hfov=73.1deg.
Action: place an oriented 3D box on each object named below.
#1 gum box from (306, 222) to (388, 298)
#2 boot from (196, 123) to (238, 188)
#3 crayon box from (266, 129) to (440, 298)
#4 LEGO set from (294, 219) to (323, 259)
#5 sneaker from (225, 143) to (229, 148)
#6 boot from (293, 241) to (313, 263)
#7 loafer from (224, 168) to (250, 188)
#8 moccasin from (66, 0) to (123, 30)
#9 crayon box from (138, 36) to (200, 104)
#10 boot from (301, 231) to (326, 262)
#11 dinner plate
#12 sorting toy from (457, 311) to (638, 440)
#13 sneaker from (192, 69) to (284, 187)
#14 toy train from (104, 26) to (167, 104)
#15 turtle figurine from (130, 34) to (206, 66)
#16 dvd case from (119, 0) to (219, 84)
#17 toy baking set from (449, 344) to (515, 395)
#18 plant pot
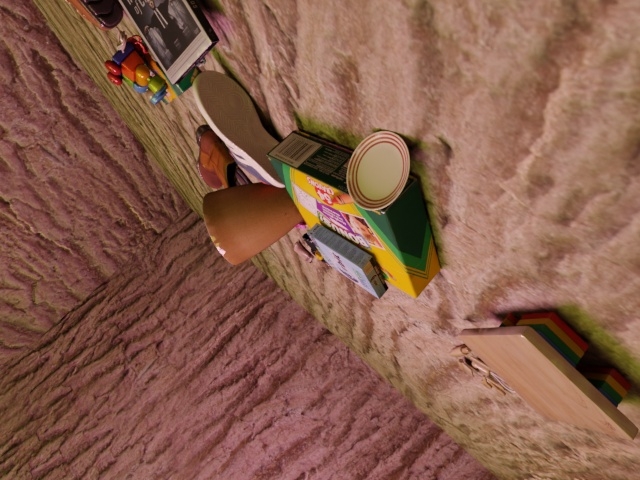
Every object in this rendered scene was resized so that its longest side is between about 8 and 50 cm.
[{"bbox_3d":[0.067,0.050,1.047,0.184,0.041,0.157,34,166,37],"label":"gum box"},{"bbox_3d":[-0.332,-0.227,1.486,0.280,0.096,0.264,50,144,36],"label":"boot"},{"bbox_3d":[0.077,-0.061,0.991,0.363,0.106,0.313,32,160,40],"label":"crayon box"},{"bbox_3d":[0.000,0.000,1.383,0.227,0.093,0.087,33,161,36],"label":"LEGO set"},{"bbox_3d":[-0.268,-0.292,1.384,0.075,0.057,0.161,14,149,53],"label":"sneaker"},{"bbox_3d":[-0.068,0.053,1.821,0.087,0.042,0.118,35,164,13],"label":"boot"},{"bbox_3d":[-0.327,-0.210,1.680,0.302,0.095,0.109,46,165,-6],"label":"loafer"},{"bbox_3d":[-0.707,-0.763,1.175,0.147,0.139,0.380,23,165,34],"label":"moccasin"},{"bbox_3d":[-0.459,-0.506,1.269,0.165,0.081,0.278,52,163,-25],"label":"crayon box"},{"bbox_3d":[-0.012,0.023,1.580,0.121,0.045,0.099,30,156,45],"label":"boot"},{"bbox_3d":[0.102,-0.122,0.763,0.017,0.141,0.141,6,-163,-44],"label":"dinner plate"},{"bbox_3d":[0.450,0.249,0.869,0.257,0.089,0.255,44,165,3],"label":"sorting toy"},{"bbox_3d":[-0.212,-0.275,1.136,0.350,0.131,0.148,51,159,-24],"label":"sneaker"},{"bbox_3d":[-0.469,-0.445,1.127,0.143,0.105,0.248,39,167,-19],"label":"toy train"},{"bbox_3d":[-0.354,-0.477,1.027,0.175,0.118,0.234,45,158,-25],"label":"turtle figurine"},{"bbox_3d":[-0.329,-0.477,0.899,0.179,0.029,0.238,-19,109,44],"label":"dvd case"},{"bbox_3d":[0.477,0.373,1.254,0.197,0.030,0.256,37,164,15],"label":"toy baking set"},{"bbox_3d":[-0.179,-0.079,1.300,0.237,0.254,0.237,-21,-90,-80],"label":"plant pot"}]
